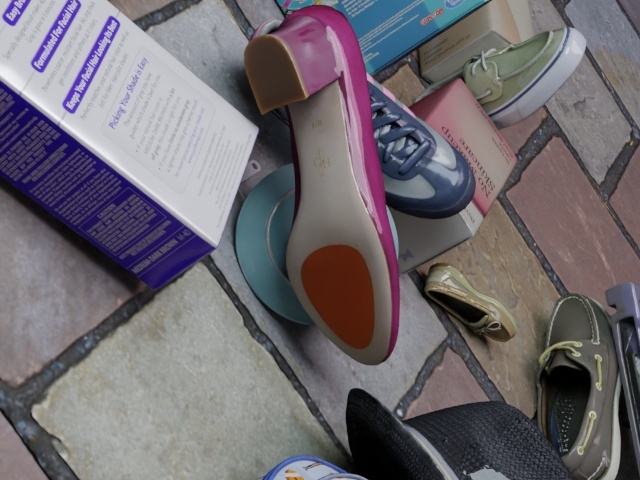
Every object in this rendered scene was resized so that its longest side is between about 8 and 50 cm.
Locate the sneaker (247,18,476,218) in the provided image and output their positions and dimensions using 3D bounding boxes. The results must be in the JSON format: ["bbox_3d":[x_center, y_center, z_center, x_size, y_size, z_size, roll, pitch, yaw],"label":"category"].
[{"bbox_3d":[0.038,-0.140,1.424,0.319,0.112,0.131,34,-10,13],"label":"sneaker"}]

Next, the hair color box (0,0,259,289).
[{"bbox_3d":[-0.231,-0.130,1.169,0.339,0.110,0.185,41,39,-23],"label":"hair color box"}]

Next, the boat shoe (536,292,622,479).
[{"bbox_3d":[0.349,0.192,1.694,0.091,0.109,0.305,39,43,-36],"label":"boat shoe"}]

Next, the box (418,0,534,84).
[{"bbox_3d":[0.234,-0.377,1.933,0.121,0.148,0.311,29,43,-37],"label":"box"}]

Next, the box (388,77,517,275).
[{"bbox_3d":[0.144,-0.088,1.618,0.148,0.127,0.232,53,34,-11],"label":"box"}]

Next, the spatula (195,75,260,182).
[{"bbox_3d":[-0.162,-0.089,1.325,0.168,0.019,0.242,53,34,0],"label":"spatula"}]

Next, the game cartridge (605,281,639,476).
[{"bbox_3d":[0.502,0.248,1.723,0.230,0.068,0.355,16,59,-43],"label":"game cartridge"}]

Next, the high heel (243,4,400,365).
[{"bbox_3d":[0.037,-0.064,1.325,0.181,0.127,0.377,-37,117,-56],"label":"high heel"}]

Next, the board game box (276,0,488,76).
[{"bbox_3d":[0.040,-0.392,1.594,0.336,0.254,0.079,59,33,-3],"label":"board game box"}]

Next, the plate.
[{"bbox_3d":[0.000,0.000,1.366,0.188,0.024,0.188,3,77,-14],"label":"plate"}]

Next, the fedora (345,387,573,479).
[{"bbox_3d":[0.156,0.253,1.210,0.152,0.334,0.334,-27,87,-13],"label":"fedora"}]

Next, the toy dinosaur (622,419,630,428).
[{"bbox_3d":[0.530,0.214,1.904,0.313,0.121,0.160,17,66,-41],"label":"toy dinosaur"}]

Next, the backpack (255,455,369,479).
[{"bbox_3d":[-0.009,0.316,1.070,0.276,0.213,0.263,49,25,-11],"label":"backpack"}]

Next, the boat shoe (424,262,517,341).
[{"bbox_3d":[0.195,0.091,1.622,0.153,0.056,0.048,42,47,-22],"label":"boat shoe"}]

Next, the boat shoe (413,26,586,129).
[{"bbox_3d":[0.235,-0.211,1.692,0.094,0.302,0.109,35,55,-16],"label":"boat shoe"}]
